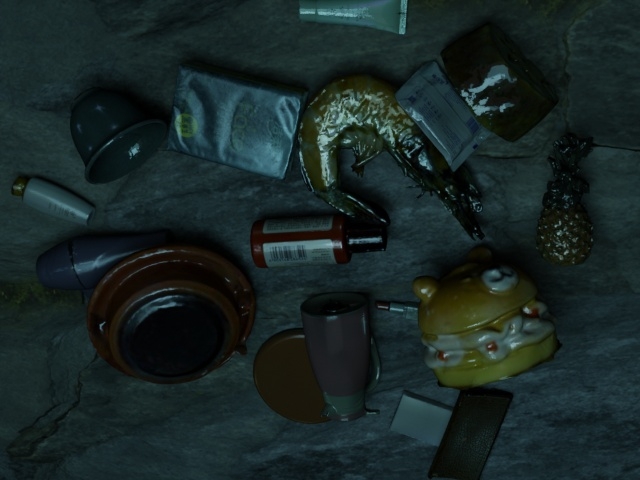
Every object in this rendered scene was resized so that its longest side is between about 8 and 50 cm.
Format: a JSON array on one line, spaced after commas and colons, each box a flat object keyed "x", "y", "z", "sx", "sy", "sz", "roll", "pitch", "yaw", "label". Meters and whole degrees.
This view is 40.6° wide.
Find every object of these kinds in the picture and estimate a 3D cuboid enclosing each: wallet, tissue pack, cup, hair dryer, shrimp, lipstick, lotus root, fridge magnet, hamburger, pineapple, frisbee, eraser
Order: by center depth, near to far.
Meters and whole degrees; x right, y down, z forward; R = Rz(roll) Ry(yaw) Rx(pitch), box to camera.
[{"x": 0.335, "y": -0.289, "z": 1.614, "sx": 0.235, "sy": 0.138, "sz": 0.119, "roll": 43, "pitch": 123, "yaw": -14, "label": "lotus root"}, {"x": 0.236, "y": -0.243, "z": 1.662, "sx": 0.122, "sy": 0.026, "sz": 0.193, "roll": -45, "pitch": 102, "yaw": -19, "label": "tissue pack"}, {"x": 0.476, "y": -0.080, "z": 1.673, "sx": 0.125, "sy": 0.125, "sz": 0.251, "roll": 3, "pitch": 107, "yaw": 10, "label": "pineapple"}, {"x": 0.144, "y": -0.128, "z": 1.715, "sx": 0.445, "sy": 0.085, "sz": 0.272, "roll": 40, "pitch": 103, "yaw": -9, "label": "shrimp"}, {"x": 0.321, "y": 0.145, "z": 1.723, "sx": 0.277, "sy": 0.276, "sz": 0.236, "roll": -19, "pitch": 96, "yaw": 17, "label": "hamburger"}, {"x": -0.168, "y": -0.244, "z": 1.747, "sx": 0.257, "sy": 0.081, "sz": 0.185, "roll": 15, "pitch": 113, "yaw": 6, "label": "tissue pack"}, {"x": -0.435, "y": -0.233, "z": 1.766, "sx": 0.199, "sy": 0.199, "sz": 0.150, "roll": -42, "pitch": 81, "yaw": 22, "label": "cup"}, {"x": 0.177, "y": 0.148, "z": 1.864, "sx": 0.129, "sy": 0.030, "sz": 0.030, "roll": 9, "pitch": 113, "yaw": 8, "label": "lipstick"}, {"x": -0.317, "y": 0.169, "z": 1.864, "sx": 0.364, "sy": 0.155, "sz": 0.363, "roll": -7, "pitch": 123, "yaw": -11, "label": "fridge magnet"}, {"x": 0.332, "y": 0.435, "z": 1.932, "sx": 0.133, "sy": 0.039, "sz": 0.243, "roll": 7, "pitch": 116, "yaw": -17, "label": "wallet"}, {"x": 0.242, "y": 0.407, "z": 1.959, "sx": 0.151, "sy": 0.023, "sz": 0.103, "roll": 19, "pitch": 114, "yaw": 3, "label": "eraser"}, {"x": -0.445, "y": 0.141, "z": 1.963, "sx": 0.301, "sy": 0.121, "sz": 0.361, "roll": -11, "pitch": 118, "yaw": 6, "label": "hair dryer"}, {"x": -0.034, "y": 0.314, "z": 1.979, "sx": 0.251, "sy": 0.021, "sz": 0.250, "roll": 4, "pitch": 113, "yaw": 9, "label": "frisbee"}]

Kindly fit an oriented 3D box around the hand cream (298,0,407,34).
[{"x": 0.062, "y": -0.436, "z": 1.645, "sx": 0.205, "sy": 0.050, "sz": 0.078, "roll": 4, "pitch": 110, "yaw": 5, "label": "hand cream"}]

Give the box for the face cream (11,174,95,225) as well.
[{"x": -0.589, "y": -0.088, "z": 1.907, "sx": 0.182, "sy": 0.051, "sz": 0.072, "roll": 22, "pitch": 115, "yaw": 0, "label": "face cream"}]

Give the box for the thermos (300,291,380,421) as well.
[{"x": 0.054, "y": 0.253, "z": 1.867, "sx": 0.146, "sy": 0.176, "sz": 0.264, "roll": 13, "pitch": 117, "yaw": 50, "label": "thermos"}]

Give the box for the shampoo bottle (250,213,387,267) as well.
[{"x": 0.000, "y": 0.000, "z": 1.798, "sx": 0.278, "sy": 0.104, "sz": 0.104, "roll": -3, "pitch": 111, "yaw": 13, "label": "shampoo bottle"}]
